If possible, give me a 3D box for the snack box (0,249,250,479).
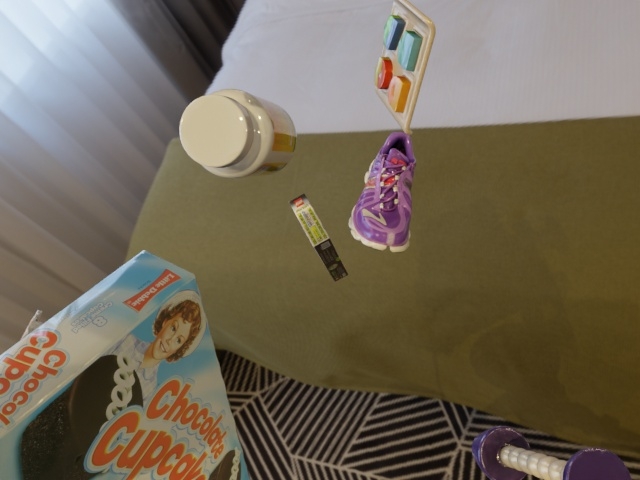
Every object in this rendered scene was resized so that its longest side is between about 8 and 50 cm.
[{"bbox_3d":[-0.152,0.185,0.438,0.060,0.321,0.187,22,47,27],"label":"snack box"}]

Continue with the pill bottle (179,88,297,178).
[{"bbox_3d":[-0.110,-0.145,0.761,0.118,0.208,0.117,2,99,11],"label":"pill bottle"}]

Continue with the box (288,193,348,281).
[{"bbox_3d":[0.000,0.000,1.129,0.036,0.207,0.114,-29,63,0],"label":"box"}]

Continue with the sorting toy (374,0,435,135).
[{"bbox_3d":[0.140,-0.321,0.996,0.038,0.208,0.193,-4,38,-13],"label":"sorting toy"}]

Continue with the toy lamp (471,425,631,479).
[{"bbox_3d":[0.262,0.276,0.683,0.080,0.274,0.080,2,74,-6],"label":"toy lamp"}]

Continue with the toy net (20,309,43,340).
[{"bbox_3d":[-0.443,0.218,0.813,0.232,0.045,0.122,-69,14,-9],"label":"toy net"}]

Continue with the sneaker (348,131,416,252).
[{"bbox_3d":[0.072,-0.058,0.600,0.068,0.071,0.169,10,47,-1],"label":"sneaker"}]
